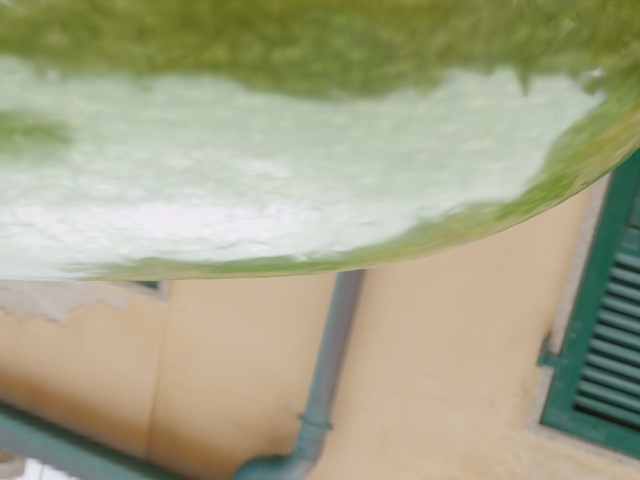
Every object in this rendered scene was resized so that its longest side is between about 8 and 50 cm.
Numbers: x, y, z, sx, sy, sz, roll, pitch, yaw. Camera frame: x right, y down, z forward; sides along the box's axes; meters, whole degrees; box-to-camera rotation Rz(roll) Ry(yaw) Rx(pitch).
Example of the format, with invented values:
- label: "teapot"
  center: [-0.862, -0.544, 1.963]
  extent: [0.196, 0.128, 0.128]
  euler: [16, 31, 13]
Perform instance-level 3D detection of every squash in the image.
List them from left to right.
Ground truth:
- label: "squash"
  center: [-0.015, -0.116, 0.425]
  extent: [0.308, 0.310, 0.310]
  euler: [7, -170, 21]
